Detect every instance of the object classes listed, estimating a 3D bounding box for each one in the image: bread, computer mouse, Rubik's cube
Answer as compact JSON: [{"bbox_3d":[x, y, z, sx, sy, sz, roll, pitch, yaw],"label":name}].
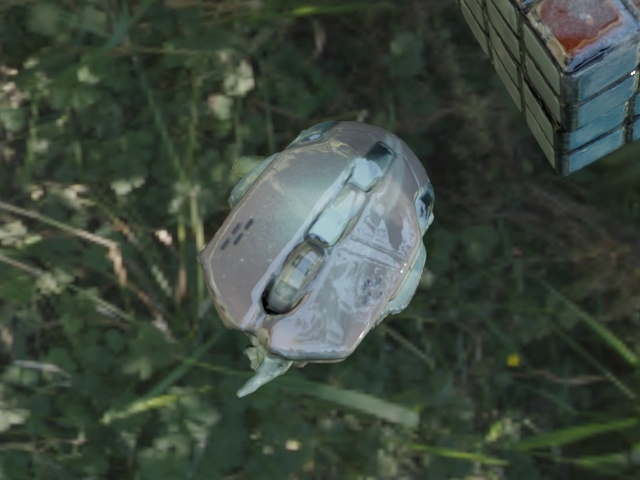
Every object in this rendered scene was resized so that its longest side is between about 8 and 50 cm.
[{"bbox_3d":[-0.038,-0.077,1.676,0.112,0.193,0.036,8,94,-41],"label":"bread"},{"bbox_3d":[0.003,-0.005,1.349,0.199,0.115,0.389,30,41,3],"label":"computer mouse"},{"bbox_3d":[0.321,-0.325,1.589,0.344,0.344,0.337,62,3,19],"label":"Rubik's cube"}]
